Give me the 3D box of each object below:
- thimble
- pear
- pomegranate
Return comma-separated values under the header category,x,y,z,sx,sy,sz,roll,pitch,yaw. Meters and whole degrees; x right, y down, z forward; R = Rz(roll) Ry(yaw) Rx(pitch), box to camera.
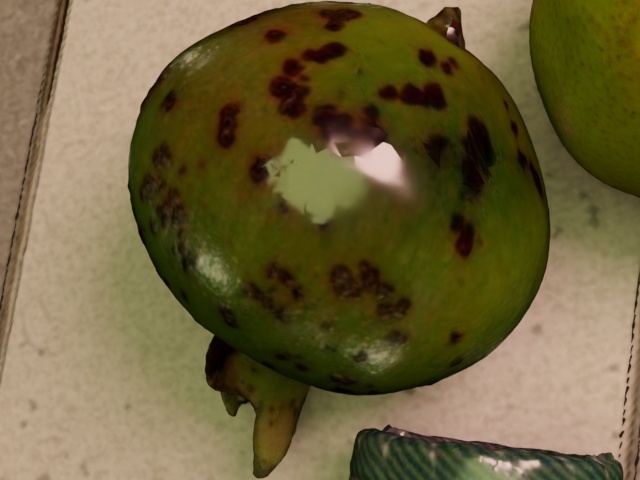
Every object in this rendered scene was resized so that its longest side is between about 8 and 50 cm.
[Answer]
category,x,y,z,sx,sy,sz,roll,pitch,yaw
thimble,0.079,0.142,0.529,0.135,0.118,0.090,6,82,12
pear,0.187,-0.098,0.495,0.187,0.220,0.187,-1,85,13
pomegranate,0.000,0.000,0.533,0.211,0.211,0.263,32,109,14
